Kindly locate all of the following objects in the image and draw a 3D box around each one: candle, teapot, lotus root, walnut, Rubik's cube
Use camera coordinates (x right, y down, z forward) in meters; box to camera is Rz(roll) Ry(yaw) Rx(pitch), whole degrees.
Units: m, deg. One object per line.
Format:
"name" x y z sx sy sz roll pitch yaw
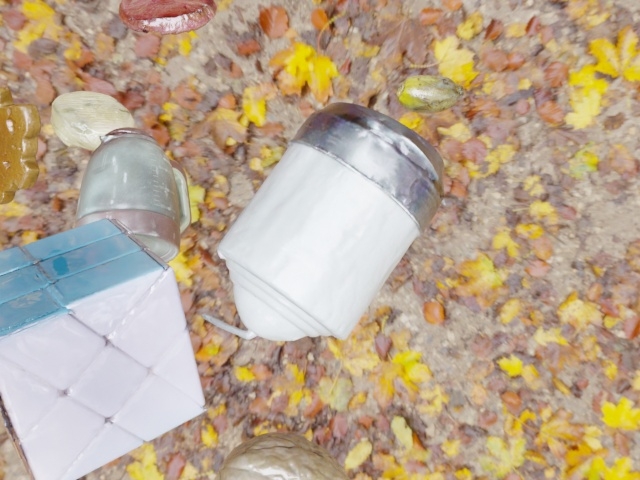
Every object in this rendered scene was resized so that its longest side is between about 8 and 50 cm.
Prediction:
"candle" 0.000 0.000 0.898 0.221 0.221 0.342 34 82 -4
"teapot" -0.423 -0.104 1.634 0.233 0.315 0.312 -15 66 28
"lotus root" 0.151 -0.197 0.927 0.099 0.054 0.049 -5 84 -18
"walnut" -0.048 0.380 1.031 0.230 0.178 0.178 20 97 -16
"Rubik's cube" -0.303 0.129 0.860 0.231 0.225 0.221 -23 120 -30

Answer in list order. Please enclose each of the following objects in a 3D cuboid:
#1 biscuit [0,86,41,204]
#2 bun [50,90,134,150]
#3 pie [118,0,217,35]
"biscuit" -0.702 -0.238 1.474 0.301 0.043 0.278 50 124 11
"bun" -0.627 -0.315 1.866 0.237 0.210 0.116 44 131 32
"pie" -0.238 -0.359 1.062 0.155 0.154 0.036 -2 132 0
